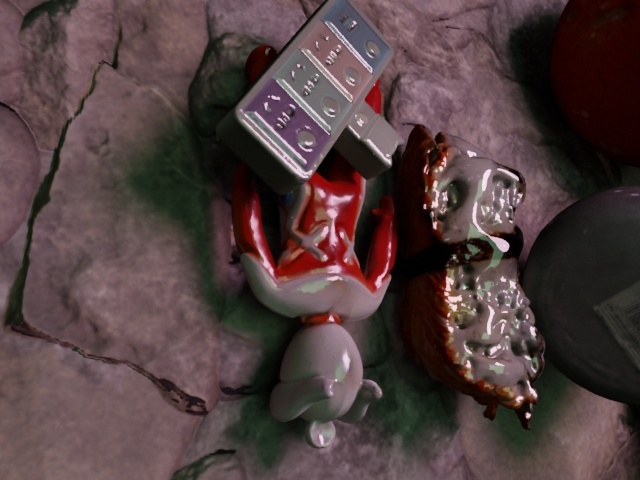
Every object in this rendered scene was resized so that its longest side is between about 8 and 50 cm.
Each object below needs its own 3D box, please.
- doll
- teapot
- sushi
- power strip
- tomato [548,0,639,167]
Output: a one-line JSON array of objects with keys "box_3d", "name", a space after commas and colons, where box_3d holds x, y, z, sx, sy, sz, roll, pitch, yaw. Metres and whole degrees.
[{"box_3d": [0.000, 0.000, 0.614, 0.188, 0.099, 0.384, 10, 67, -27], "name": "doll"}, {"box_3d": [0.403, 0.053, 0.713, 0.305, 0.223, 0.285, 28, 24, 21], "name": "teapot"}, {"box_3d": [0.154, 0.026, 0.668, 0.130, 0.124, 0.332, 2, 76, -9], "name": "sushi"}, {"box_3d": [0.010, -0.121, 0.593, 0.145, 0.061, 0.216, 43, 54, -16], "name": "power strip"}, {"box_3d": [0.471, -0.234, 0.811, 0.293, 0.325, 0.290, -12, 112, -41], "name": "tomato"}]
